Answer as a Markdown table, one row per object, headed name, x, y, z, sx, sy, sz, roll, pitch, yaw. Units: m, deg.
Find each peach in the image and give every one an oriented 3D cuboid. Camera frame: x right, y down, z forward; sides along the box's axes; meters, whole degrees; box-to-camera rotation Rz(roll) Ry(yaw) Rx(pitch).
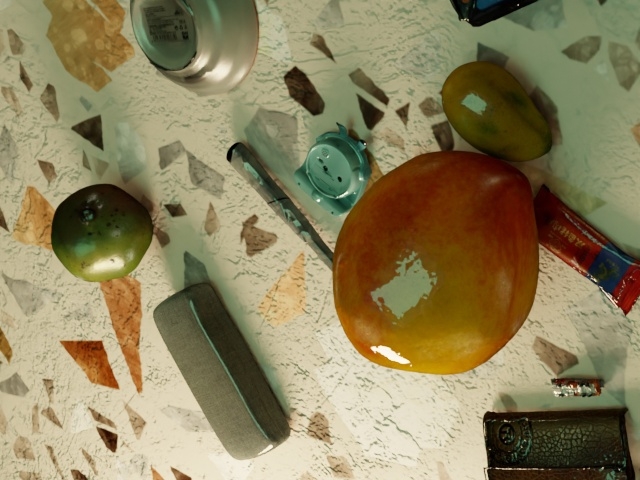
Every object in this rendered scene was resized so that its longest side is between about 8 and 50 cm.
| name | x | y | z | sx | sy | sz | roll | pitch | yaw |
| --- | --- | --- | --- | --- | --- | --- | --- | --- | --- |
| peach | 0.156 | 0.023 | 1.844 | 0.289 | 0.289 | 0.307 | 33 | 142 | 24 |

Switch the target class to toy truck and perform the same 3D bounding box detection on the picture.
| name | x | y | z | sx | sy | sz | roll | pitch | yaw |
| --- | --- | --- | --- | --- | --- | --- | --- | --- | --- |
| toy truck | 0.365 | 0.209 | 1.934 | 0.083 | 0.032 | 0.024 | -6 | 110 | 39 |

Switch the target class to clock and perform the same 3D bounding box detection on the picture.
| name | x | y | z | sx | sy | sz | roll | pitch | yaw |
| --- | --- | --- | --- | --- | --- | --- | --- | --- | --- |
| clock | 0.026 | -0.117 | 2.046 | 0.108 | 0.045 | 0.147 | 41 | 131 | 16 |

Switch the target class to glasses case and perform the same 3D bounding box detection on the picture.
| name | x | y | z | sx | sy | sz | roll | pitch | yaw |
| --- | --- | --- | --- | --- | --- | --- | --- | --- | --- |
| glasses case | -0.175 | 0.232 | 2.372 | 0.131 | 0.074 | 0.323 | -27 | 93 | 46 |

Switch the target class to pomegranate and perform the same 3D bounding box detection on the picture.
| name | x | y | z | sx | sy | sz | roll | pitch | yaw |
| --- | --- | --- | --- | --- | --- | --- | --- | --- | --- |
| pomegranate | -0.381 | 0.000 | 2.381 | 0.180 | 0.180 | 0.209 | 35 | 158 | 22 |

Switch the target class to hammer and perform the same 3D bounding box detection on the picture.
| name | x | y | z | sx | sy | sz | roll | pitch | yaw |
| --- | --- | --- | --- | --- | --- | --- | --- | --- | --- |
| hammer | -0.001 | 0.000 | 2.134 | 0.427 | 0.044 | 0.152 | 50 | 135 | 10 |

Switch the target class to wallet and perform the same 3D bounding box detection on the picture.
| name | x | y | z | sx | sy | sz | roll | pitch | yaw |
| --- | --- | --- | --- | --- | --- | --- | --- | --- | --- |
| wallet | 0.344 | 0.314 | 1.973 | 0.243 | 0.039 | 0.132 | -7 | 85 | 42 |

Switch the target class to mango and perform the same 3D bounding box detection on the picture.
| name | x | y | z | sx | sy | sz | roll | pitch | yaw |
| --- | --- | --- | --- | --- | --- | --- | --- | --- | --- |
| mango | 0.233 | -0.168 | 1.815 | 0.111 | 0.089 | 0.163 | -29 | 100 | 44 |

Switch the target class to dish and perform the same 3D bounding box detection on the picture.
| name | x | y | z | sx | sy | sz | roll | pitch | yaw |
| --- | --- | --- | --- | --- | --- | --- | --- | --- | --- |
| dish | -0.222 | -0.343 | 2.113 | 0.260 | 0.085 | 0.260 | 18 | 122 | 32 |

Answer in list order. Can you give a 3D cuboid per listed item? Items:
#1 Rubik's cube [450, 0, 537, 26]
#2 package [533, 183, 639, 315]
| name | x | y | z | sx | sy | sz | roll | pitch | yaw |
| --- | --- | --- | --- | --- | --- | --- | --- | --- | --- |
| Rubik's cube | 0.267 | -0.417 | 1.549 | 0.248 | 0.250 | 0.246 | -17 | 99 | 46 |
| package | 0.361 | 0.012 | 1.844 | 0.200 | 0.022 | 0.083 | 41 | 132 | 19 |
